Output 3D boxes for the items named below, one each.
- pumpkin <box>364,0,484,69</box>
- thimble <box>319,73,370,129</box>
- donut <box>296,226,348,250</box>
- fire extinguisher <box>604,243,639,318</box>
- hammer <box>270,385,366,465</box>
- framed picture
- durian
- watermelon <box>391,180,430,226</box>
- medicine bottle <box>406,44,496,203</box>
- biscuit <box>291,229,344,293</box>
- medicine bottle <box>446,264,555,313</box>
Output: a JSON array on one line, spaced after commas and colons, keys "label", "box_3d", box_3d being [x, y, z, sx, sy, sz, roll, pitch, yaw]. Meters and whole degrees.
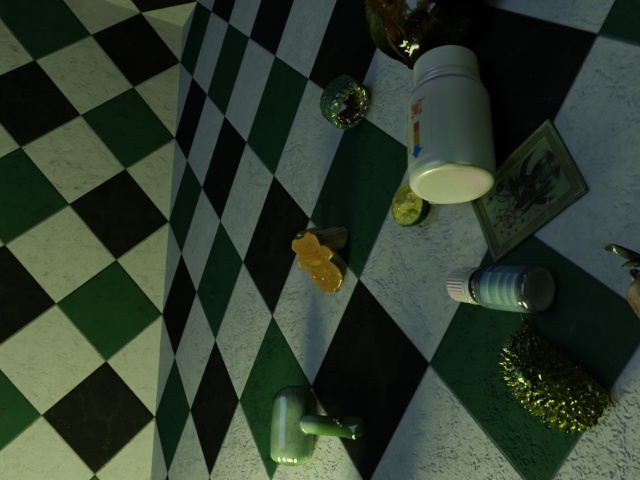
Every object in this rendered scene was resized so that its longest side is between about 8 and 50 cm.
[{"label": "pumpkin", "box_3d": [0.232, -0.544, 1.350, 0.320, 0.192, 0.320, -29, 56, 57]}, {"label": "thimble", "box_3d": [0.069, -0.376, 1.662, 0.135, 0.118, 0.090, -54, 40, 12]}, {"label": "donut", "box_3d": [-0.005, 0.001, 1.691, 0.166, 0.108, 0.065, 5, 110, 55]}, {"label": "fire extinguisher", "box_3d": [0.479, 0.108, 0.794, 0.105, 0.105, 0.269, -56, 37, 36]}, {"label": "hammer", "box_3d": [-0.008, 0.473, 1.548, 0.335, 0.119, 0.206, -19, 67, 51]}, {"label": "framed picture", "box_3d": [0.375, -0.088, 1.135, 0.231, 0.010, 0.173, -50, 40, 41]}, {"label": "durian", "box_3d": [0.353, 0.224, 0.995, 0.137, 0.095, 0.220, -68, 25, 19]}, {"label": "watermelon", "box_3d": [0.210, -0.080, 1.371, 0.105, 0.062, 0.105, -13, 73, 52]}, {"label": "medicine bottle", "box_3d": [0.257, -0.234, 1.222, 0.170, 0.170, 0.293, -33, 50, 53]}, {"label": "biscuit", "box_3d": [-0.001, 0.055, 1.633, 0.184, 0.027, 0.133, 47, 131, 1]}, {"label": "medicine bottle", "box_3d": [0.319, 0.085, 1.105, 0.203, 0.083, 0.083, -5, 77, 60]}]
